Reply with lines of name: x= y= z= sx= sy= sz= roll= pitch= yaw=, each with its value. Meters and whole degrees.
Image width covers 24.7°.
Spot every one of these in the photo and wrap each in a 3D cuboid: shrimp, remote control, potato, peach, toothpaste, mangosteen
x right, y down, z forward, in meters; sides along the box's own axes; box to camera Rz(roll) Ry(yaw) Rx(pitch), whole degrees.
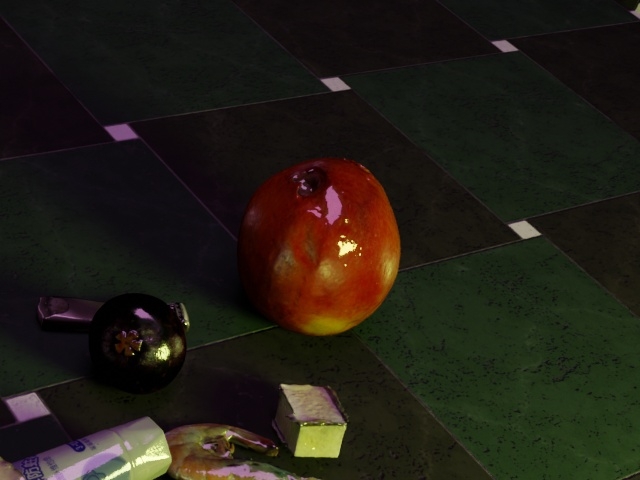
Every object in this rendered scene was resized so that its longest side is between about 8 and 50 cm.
shrimp: x=-0.084 y=0.282 z=1.846 sx=0.251 sy=0.052 sz=0.143 roll=19 pitch=27 yaw=1
remote control: x=-0.287 y=0.104 z=2.032 sx=0.212 sy=0.028 sz=0.059 roll=4 pitch=37 yaw=-19
potato: x=-0.015 y=0.236 z=1.907 sx=0.086 sy=0.061 sz=0.122 roll=3 pitch=19 yaw=-16
peach: x=0.000 y=0.000 z=2.093 sx=0.238 sy=0.281 sz=0.281 roll=26 pitch=35 yaw=15
toothpaste: x=-0.349 y=0.305 z=1.694 sx=0.371 sy=0.080 sz=0.125 roll=-20 pitch=51 yaw=-31
mangosteen: x=-0.237 y=0.137 z=1.935 sx=0.137 sy=0.137 sz=0.151 roll=25 pitch=2 yaw=13

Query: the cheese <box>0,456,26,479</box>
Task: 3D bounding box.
cheese: x=-0.428 y=0.346 z=1.485 sx=0.332 sy=0.153 sz=0.292 roll=30 pitch=45 yaw=22
